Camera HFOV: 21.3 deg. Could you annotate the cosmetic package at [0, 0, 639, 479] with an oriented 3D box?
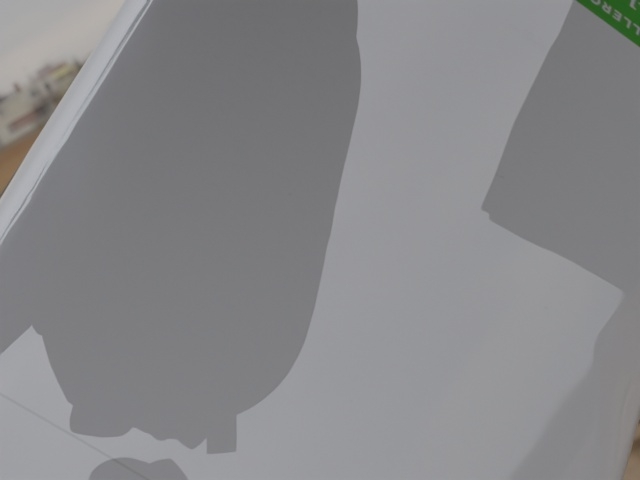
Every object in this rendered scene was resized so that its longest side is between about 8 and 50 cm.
[{"bbox_3d":[0.000,0.000,0.561,0.155,0.197,0.365,-44,18,49],"label":"cosmetic package"}]
